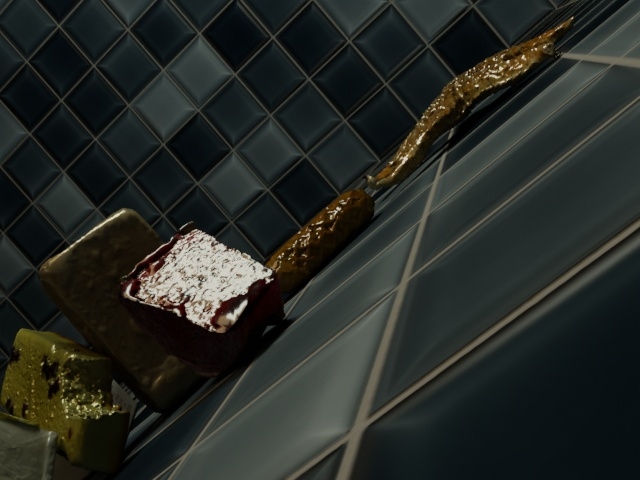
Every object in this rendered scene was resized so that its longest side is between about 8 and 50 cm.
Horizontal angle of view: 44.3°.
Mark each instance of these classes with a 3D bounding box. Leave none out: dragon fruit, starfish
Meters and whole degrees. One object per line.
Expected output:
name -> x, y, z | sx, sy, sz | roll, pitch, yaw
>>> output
dragon fruit -> -0.090, 0.061, 0.675 | 0.147, 0.096, 0.102 | 24, 60, 38
starfish -> 0.182, -0.177, 0.983 | 0.302, 0.060, 0.299 | -38, 2, 32

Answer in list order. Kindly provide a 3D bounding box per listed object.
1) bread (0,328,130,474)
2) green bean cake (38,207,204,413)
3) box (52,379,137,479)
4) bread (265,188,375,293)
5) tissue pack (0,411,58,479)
bread -> -0.235, 0.139, 0.720 | 0.226, 0.049, 0.088 | 5, 78, 53
green bean cake -> -0.172, 0.067, 0.755 | 0.109, 0.179, 0.085 | -43, 4, -25
box -> -0.321, 0.265, 0.918 | 0.214, 0.069, 0.353 | -42, 5, -11
bread -> 0.000, 0.000, 0.844 | 0.157, 0.044, 0.052 | -43, 6, -22
tissue pack -> -0.291, 0.215, 0.619 | 0.148, 0.099, 0.106 | -40, 36, 27
